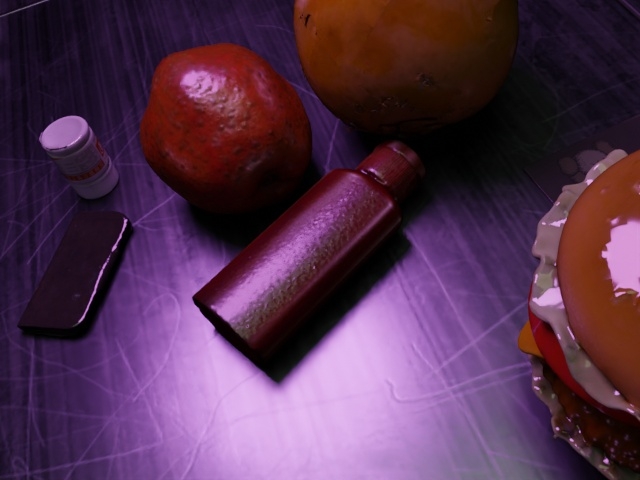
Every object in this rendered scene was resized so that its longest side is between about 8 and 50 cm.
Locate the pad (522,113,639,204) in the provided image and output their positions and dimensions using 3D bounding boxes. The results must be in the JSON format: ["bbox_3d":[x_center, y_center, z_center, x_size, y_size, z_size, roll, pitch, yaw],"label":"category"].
[{"bbox_3d":[0.322,-0.072,0.688,0.190,0.004,0.127,-24,53,-6],"label":"pad"}]

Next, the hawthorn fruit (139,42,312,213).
[{"bbox_3d":[-0.095,-0.115,0.719,0.189,0.189,0.189,-6,53,9],"label":"hawthorn fruit"}]

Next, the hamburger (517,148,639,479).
[{"bbox_3d":[0.280,0.049,0.477,0.275,0.212,0.274,-7,53,9],"label":"hamburger"}]

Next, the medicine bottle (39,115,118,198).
[{"bbox_3d":[-0.280,-0.096,0.795,0.057,0.089,0.057,-6,53,8],"label":"medicine bottle"}]

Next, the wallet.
[{"bbox_3d":[-0.265,0.032,0.741,0.082,0.018,0.156,2,55,16],"label":"wallet"}]

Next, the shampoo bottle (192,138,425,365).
[{"bbox_3d":[0.000,0.000,0.673,0.102,0.064,0.260,33,67,32],"label":"shampoo bottle"}]

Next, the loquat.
[{"bbox_3d":[0.089,-0.219,0.711,0.235,0.235,0.234,-6,53,9],"label":"loquat"}]
